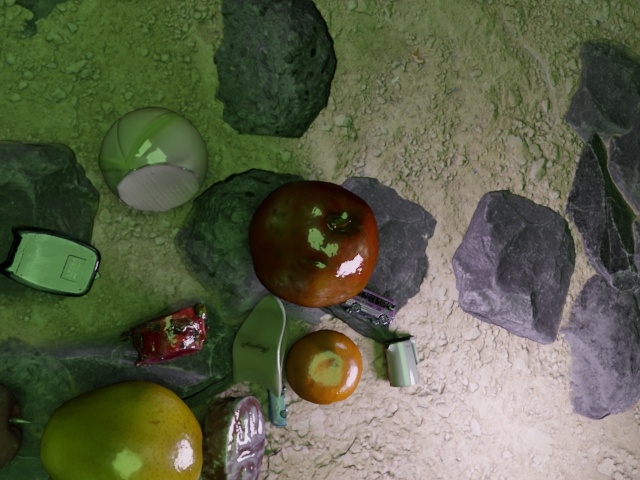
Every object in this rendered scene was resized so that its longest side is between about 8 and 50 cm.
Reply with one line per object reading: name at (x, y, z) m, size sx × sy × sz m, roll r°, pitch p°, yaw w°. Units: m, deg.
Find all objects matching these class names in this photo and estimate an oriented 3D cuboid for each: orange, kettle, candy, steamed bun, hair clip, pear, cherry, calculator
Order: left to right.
cherry at (-0.891, 0.488, 1.521) m, size 0.286 × 0.213 × 0.235 m, roll -2°, pitch 79°, yaw -7°
calculator at (-0.766, 0.063, 1.670) m, size 0.268 × 0.040 × 0.177 m, roll 18°, pitch 85°, yaw -19°
pear at (-0.519, 0.549, 1.548) m, size 0.419 × 0.362 × 0.362 m, roll 18°, pitch 83°, yaw -10°
steamed bun at (-0.472, -0.256, 1.652) m, size 0.310 × 0.309 × 0.309 m, roll 1°, pitch 87°, yaw -16°
candy at (-0.255, 0.596, 1.699) m, size 0.157 × 0.214 × 0.289 m, roll -1°, pitch 84°, yaw 24°
hair clip at (-0.170, 0.311, 1.764) m, size 0.173 × 0.113 × 0.282 m, roll 10°, pitch 71°, yaw 27°
orange at (0.009, 0.388, 1.801) m, size 0.240 × 0.171 × 0.240 m, roll 0°, pitch 88°, yaw -11°
kettle at (0.276, 0.396, 1.917) m, size 0.127 × 0.098 × 0.147 m, roll -9°, pitch 86°, yaw -11°

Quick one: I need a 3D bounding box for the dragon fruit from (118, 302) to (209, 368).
dragon fruit at (-0.435, 0.284, 1.675) m, size 0.282 × 0.211 × 0.147 m, roll -22°, pitch 87°, yaw 10°

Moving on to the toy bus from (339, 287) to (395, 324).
toy bus at (0.156, 0.207, 1.896) m, size 0.178 × 0.087 × 0.098 m, roll 25°, pitch 75°, yaw -11°

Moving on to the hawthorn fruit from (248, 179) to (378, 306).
hawthorn fruit at (0.000, 0.000, 1.709) m, size 0.403 × 0.403 × 0.402 m, roll 1°, pitch 87°, yaw -16°

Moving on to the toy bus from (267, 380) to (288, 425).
toy bus at (-0.134, 0.501, 1.819) m, size 0.061 × 0.051 × 0.152 m, roll -5°, pitch 89°, yaw -4°
